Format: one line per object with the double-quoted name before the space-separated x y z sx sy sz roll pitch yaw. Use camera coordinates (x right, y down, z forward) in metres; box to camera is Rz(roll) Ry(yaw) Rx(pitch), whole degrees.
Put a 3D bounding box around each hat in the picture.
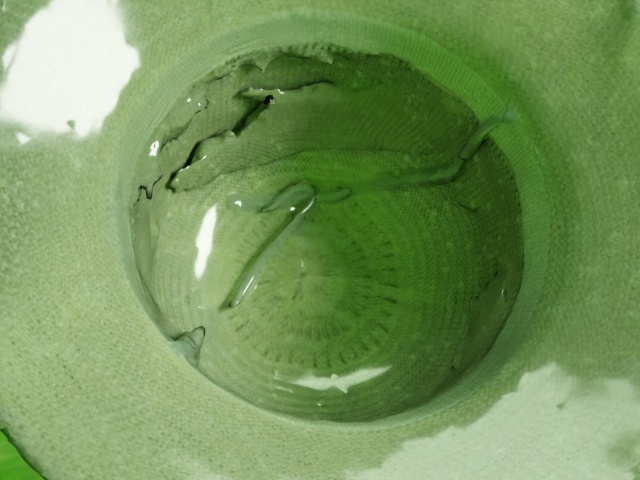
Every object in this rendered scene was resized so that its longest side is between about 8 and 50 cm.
"hat" 0.000 0.000 0.419 0.257 0.257 0.130 -8 -17 -9
